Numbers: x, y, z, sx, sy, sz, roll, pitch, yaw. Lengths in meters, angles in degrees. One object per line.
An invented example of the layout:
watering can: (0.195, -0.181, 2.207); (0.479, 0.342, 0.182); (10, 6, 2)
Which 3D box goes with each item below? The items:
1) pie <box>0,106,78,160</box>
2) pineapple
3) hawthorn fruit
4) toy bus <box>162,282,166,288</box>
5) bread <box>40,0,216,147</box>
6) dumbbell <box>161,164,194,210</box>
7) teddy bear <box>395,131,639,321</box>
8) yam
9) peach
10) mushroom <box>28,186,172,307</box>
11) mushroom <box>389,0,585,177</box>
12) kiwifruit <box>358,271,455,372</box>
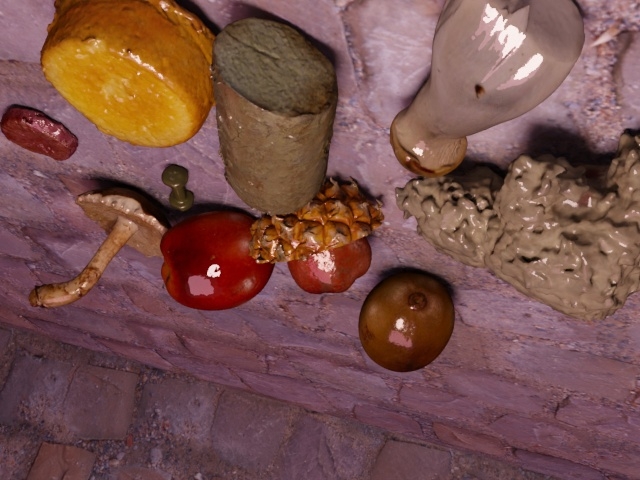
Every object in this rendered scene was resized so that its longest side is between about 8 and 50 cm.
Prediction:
pie: (-0.546, -0.205, 1.473); (0.154, 0.038, 0.153); (14, 157, 6)
pineapple: (-0.021, -0.052, 1.259); (0.250, 0.164, 0.140); (-8, -164, 5)
hawthorn fruit: (0.000, 0.000, 1.405); (0.163, 0.162, 0.203); (1, 132, 35)
toy bus: (-0.343, 0.073, 1.838); (0.058, 0.102, 0.052); (21, 156, -10)
bread: (-0.252, -0.242, 1.050); (0.269, 0.145, 0.268); (13, 153, 7)
dumbbell: (-0.278, -0.102, 1.486); (0.052, 0.046, 0.118); (22, 157, 6)
teddy bear: (0.293, -0.031, 1.086); (0.368, 0.224, 0.357); (26, 162, 23)
yam: (-0.064, -0.164, 1.047); (0.168, 0.168, 0.304); (18, 157, 3)
peach: (-0.208, 0.044, 1.551); (0.244, 0.199, 0.243); (-8, 166, -2)
mushroom: (-0.441, 0.032, 1.625); (0.233, 0.301, 0.208); (26, -169, 16)
mushroom: (0.175, -0.191, 0.907); (0.159, 0.122, 0.328); (55, 155, 8)
kiwifruit: (0.174, 0.163, 1.545); (0.196, 0.195, 0.234); (16, 155, 7)
